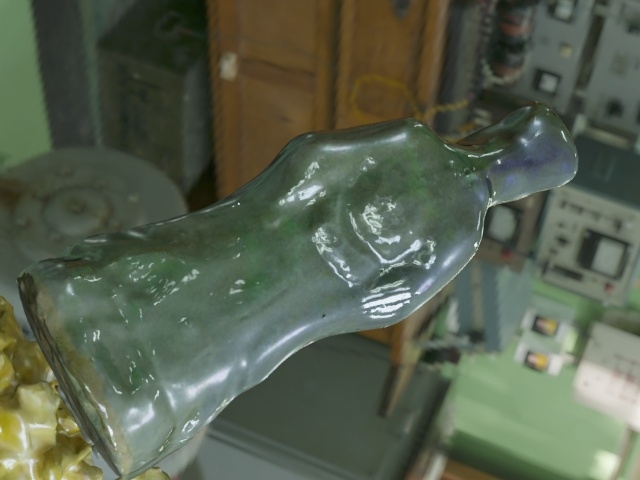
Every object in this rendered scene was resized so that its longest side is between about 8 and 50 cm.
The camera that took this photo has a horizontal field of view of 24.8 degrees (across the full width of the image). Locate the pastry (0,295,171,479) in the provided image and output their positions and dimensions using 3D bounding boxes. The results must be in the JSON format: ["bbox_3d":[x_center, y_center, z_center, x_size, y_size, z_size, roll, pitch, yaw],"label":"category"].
[{"bbox_3d":[-0.172,0.044,0.558,0.102,0.250,0.154,-46,-170,-15],"label":"pastry"}]

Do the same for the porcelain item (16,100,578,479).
[{"bbox_3d":[0.000,0.000,0.532,0.215,0.081,0.069,-28,169,-17],"label":"porcelain item"}]
